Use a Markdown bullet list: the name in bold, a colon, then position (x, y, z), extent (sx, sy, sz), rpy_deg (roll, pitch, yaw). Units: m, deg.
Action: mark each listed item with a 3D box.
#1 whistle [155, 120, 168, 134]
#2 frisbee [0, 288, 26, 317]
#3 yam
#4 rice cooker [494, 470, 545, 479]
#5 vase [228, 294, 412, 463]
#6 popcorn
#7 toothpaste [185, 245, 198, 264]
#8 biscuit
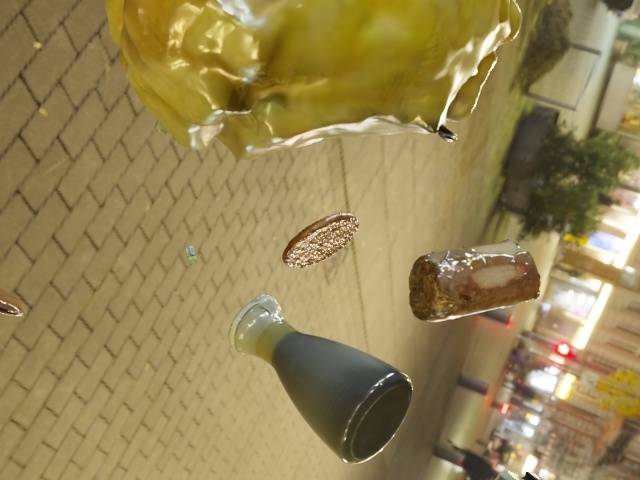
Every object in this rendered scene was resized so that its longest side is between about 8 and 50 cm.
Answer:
- **whistle**: position (-0.268, -0.323, 1.744), extent (0.235, 0.077, 0.114), rpy_deg (-50, 151, 0)
- **frisbee**: position (-0.493, 0.040, 1.030), extent (0.021, 0.251, 0.251), rpy_deg (-67, 162, -8)
- **yam**: position (0.278, 0.071, 1.487), extent (0.129, 0.238, 0.128), rpy_deg (148, -69, -65)
- **rice cooker**: position (0.281, 0.421, 1.026), extent (0.244, 0.226, 0.226), rpy_deg (-60, 162, -5)
- **vase**: position (-0.013, 0.224, 1.389), extent (0.173, 0.321, 0.173), rpy_deg (-31, 137, -34)
- **popcorn**: position (-0.002, -0.160, 0.556), extent (0.252, 0.286, 0.215), rpy_deg (117, -36, -57)
- **toothpaste**: position (-0.238, 0.029, 1.495), extent (0.083, 0.017, 0.020), rpy_deg (115, -36, -76)
- **biscuit**: position (0.000, -0.001, 1.752), extent (0.188, 0.027, 0.188), rpy_deg (-26, 158, -11)
